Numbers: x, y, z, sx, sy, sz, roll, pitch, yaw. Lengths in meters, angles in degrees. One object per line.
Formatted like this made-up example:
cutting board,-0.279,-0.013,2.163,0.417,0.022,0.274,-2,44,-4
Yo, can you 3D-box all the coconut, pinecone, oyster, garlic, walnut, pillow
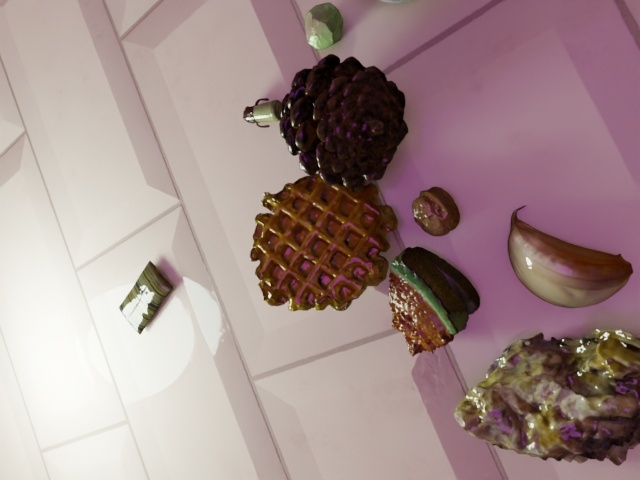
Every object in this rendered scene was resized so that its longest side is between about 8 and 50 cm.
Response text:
coconut,0.008,-0.448,0.862,0.083,0.081,0.082,30,142,5
pinecone,0.041,-0.233,0.788,0.243,0.243,0.257,-40,36,22
oyster,0.409,0.283,0.712,0.351,0.114,0.238,-18,87,25
garlic,0.395,0.043,0.702,0.206,0.115,0.128,34,114,22
walnut,0.220,-0.056,0.795,0.079,0.082,0.096,-34,85,-8
pillow,-0.498,0.164,1.168,0.113,0.038,0.203,45,111,15

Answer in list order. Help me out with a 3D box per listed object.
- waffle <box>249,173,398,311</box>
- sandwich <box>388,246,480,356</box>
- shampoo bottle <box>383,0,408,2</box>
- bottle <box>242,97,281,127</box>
waffle,0.000,0.000,0.860,0.324,0.068,0.302,-13,73,16
sandwich,0.199,0.114,0.811,0.185,0.109,0.160,49,131,12
shampoo bottle,0.121,-0.569,0.692,0.272,0.266,0.273,1,92,26
bottle,-0.135,-0.297,0.960,0.101,0.047,0.063,1,67,29
